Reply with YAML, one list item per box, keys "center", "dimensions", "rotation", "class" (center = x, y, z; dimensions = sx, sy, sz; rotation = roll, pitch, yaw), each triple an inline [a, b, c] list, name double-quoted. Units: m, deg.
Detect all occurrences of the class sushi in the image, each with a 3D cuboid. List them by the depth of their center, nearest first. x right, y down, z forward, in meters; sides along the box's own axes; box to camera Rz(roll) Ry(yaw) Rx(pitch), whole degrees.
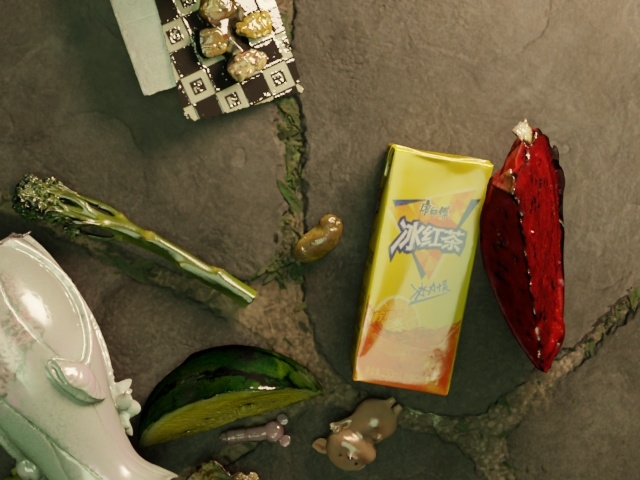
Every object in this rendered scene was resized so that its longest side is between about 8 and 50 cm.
- center: [-0.129, -0.294, 1.617]
  dimensions: [0.192, 0.040, 0.210]
  rotation: [-19, 99, -21]
  class: "sushi"

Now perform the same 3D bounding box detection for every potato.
- center: [0.000, 0.000, 1.699]
  dimensions: [0.092, 0.045, 0.046]
  rotation: [-44, 62, 3]
  class: "potato"

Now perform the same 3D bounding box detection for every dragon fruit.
- center: [0.296, -0.006, 1.624]
  dimensions: [0.100, 0.282, 0.344]
  rotation: [1, 124, 27]
  class: "dragon fruit"

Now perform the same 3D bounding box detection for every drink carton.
- center: [0.145, 0.040, 1.675]
  dimensions: [0.154, 0.111, 0.351]
  rotation: [10, 99, -4]
  class: "drink carton"

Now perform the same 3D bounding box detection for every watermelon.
- center: [-0.153, 0.240, 1.712]
  dimensions: [0.301, 0.123, 0.129]
  rotation: [-18, 121, 3]
  class: "watermelon"

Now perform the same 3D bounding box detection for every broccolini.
- center: [-0.284, 0.015, 1.690]
  dimensions: [0.392, 0.074, 0.079]
  rotation: [30, 56, -7]
  class: "broccolini"

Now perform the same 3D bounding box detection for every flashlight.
- center: [-0.102, 0.303, 1.752]
  dimensions: [0.110, 0.031, 0.052]
  rotation: [-8, 75, 3]
  class: "flashlight"

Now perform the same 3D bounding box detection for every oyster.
- center: [-0.130, 0.411, 1.756]
  dimensions: [0.177, 0.056, 0.105]
  rotation: [34, 108, -6]
  class: "oyster"

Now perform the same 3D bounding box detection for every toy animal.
- center: [0.066, 0.301, 1.737]
  dimensions: [0.150, 0.089, 0.083]
  rotation: [-42, 76, 8]
  class: "toy animal"

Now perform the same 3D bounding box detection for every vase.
- center: [-0.392, 0.225, 1.612]
  dimensions: [0.250, 0.250, 0.445]
  rotation: [-33, 91, 4]
  class: "vase"

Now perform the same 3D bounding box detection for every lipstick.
- center: [-0.276, -0.369, 1.619]
  dimensions: [0.066, 0.068, 0.317]
  rotation: [-19, 99, -1]
  class: "lipstick"

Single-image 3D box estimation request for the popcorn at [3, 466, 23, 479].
- center: [-0.429, 0.405, 1.719]
  dimensions: [0.135, 0.162, 0.141]
  rotation: [-39, 73, 38]
  class: "popcorn"
